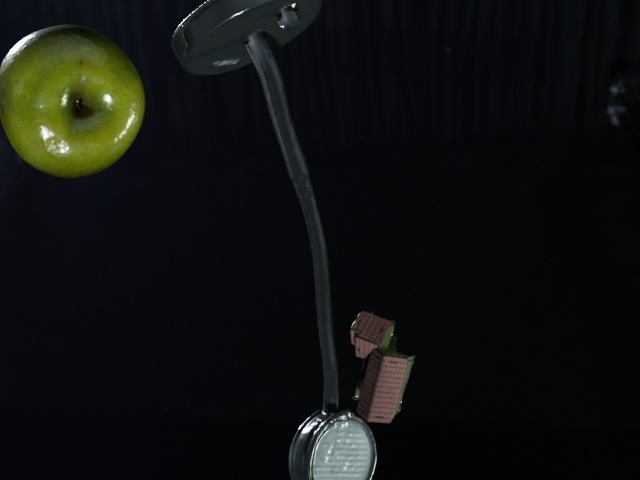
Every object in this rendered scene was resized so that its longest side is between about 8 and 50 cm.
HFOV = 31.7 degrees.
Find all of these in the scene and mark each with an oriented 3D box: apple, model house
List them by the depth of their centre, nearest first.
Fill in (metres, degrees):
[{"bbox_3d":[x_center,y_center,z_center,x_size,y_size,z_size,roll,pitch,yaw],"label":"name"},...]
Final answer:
[{"bbox_3d":[0.049,0.108,0.968,0.057,0.083,0.058,17,-172,19],"label":"model house"},{"bbox_3d":[-0.327,-0.182,1.464,0.196,0.196,0.157,-24,-156,-29],"label":"apple"}]

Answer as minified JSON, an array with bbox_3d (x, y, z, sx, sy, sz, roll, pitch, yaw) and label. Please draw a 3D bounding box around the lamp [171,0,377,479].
[{"bbox_3d":[-0.026,0.000,0.820,0.130,0.371,0.108,-18,-171,-42],"label":"lamp"}]
